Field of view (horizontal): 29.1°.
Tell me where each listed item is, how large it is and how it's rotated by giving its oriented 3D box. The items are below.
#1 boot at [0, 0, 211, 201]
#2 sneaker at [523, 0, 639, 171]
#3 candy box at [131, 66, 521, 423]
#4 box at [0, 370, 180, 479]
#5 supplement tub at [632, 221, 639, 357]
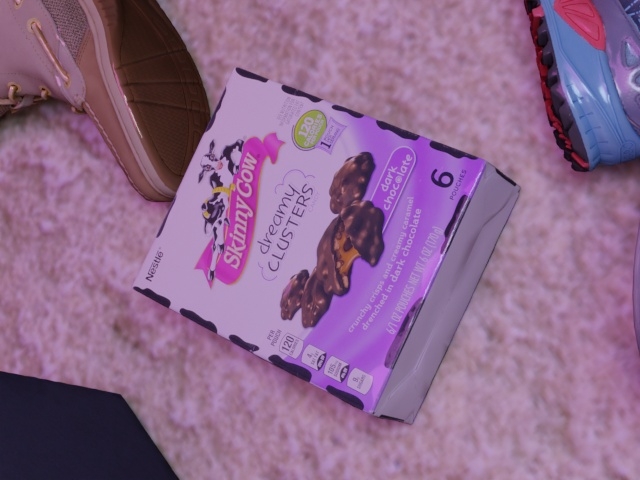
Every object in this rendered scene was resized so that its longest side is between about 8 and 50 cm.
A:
[{"bbox_3d":[-0.205,-0.111,0.909,0.203,0.095,0.262,-32,81,28],"label":"boot"},{"bbox_3d":[0.180,-0.171,0.737,0.125,0.104,0.261,-10,76,7],"label":"sneaker"},{"bbox_3d":[0.000,0.000,0.786,0.196,0.070,0.164,24,89,29],"label":"candy box"},{"bbox_3d":[-0.236,0.316,0.749,0.395,0.212,0.293,-46,61,11],"label":"box"},{"bbox_3d":[0.327,0.017,0.534,0.338,0.207,0.207,13,84,30],"label":"supplement tub"}]
